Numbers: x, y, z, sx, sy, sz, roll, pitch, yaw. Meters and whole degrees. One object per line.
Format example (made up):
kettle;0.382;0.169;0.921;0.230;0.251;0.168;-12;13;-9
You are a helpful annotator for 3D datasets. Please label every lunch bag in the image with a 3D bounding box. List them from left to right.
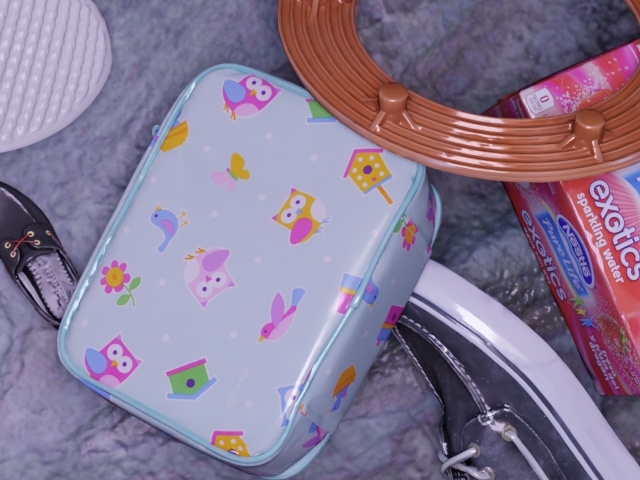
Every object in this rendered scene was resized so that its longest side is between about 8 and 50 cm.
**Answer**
lunch bag;-0.053;0.016;1.198;0.224;0.108;0.279;24;79;23

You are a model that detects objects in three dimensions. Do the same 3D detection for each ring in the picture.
ring;0.136;-0.169;1.225;0.336;0.032;0.337;2;46;-2

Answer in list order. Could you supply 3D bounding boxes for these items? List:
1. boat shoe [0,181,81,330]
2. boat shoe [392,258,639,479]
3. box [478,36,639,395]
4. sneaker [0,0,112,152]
boat shoe;-0.218;0.009;1.235;0.049;0.042;0.133;-33;90;-10
boat shoe;0.149;0.160;1.250;0.119;0.121;0.335;-44;97;-15
box;0.242;-0.017;1.288;0.128;0.122;0.257;-24;90;-13
sneaker;-0.331;-0.112;1.184;0.366;0.150;0.135;-21;111;-36
